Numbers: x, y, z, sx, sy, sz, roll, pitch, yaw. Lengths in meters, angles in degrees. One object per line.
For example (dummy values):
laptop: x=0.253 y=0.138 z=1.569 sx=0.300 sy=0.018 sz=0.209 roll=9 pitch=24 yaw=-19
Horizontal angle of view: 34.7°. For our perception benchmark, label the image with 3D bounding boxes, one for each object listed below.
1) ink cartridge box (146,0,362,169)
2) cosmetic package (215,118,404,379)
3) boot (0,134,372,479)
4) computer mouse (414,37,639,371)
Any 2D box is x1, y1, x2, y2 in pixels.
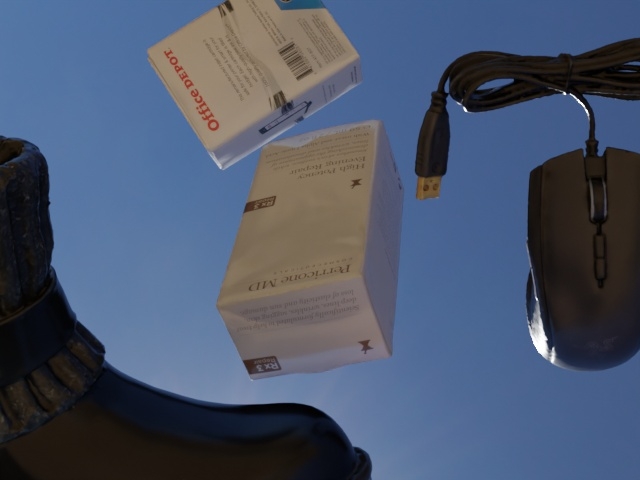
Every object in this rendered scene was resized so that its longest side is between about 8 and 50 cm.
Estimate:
ink cartridge box: x=-0.075 y=-0.201 z=1.191 sx=0.203 sy=0.086 sz=0.148 roll=-32 pitch=-103 yaw=-2
cosmetic package: x=0.000 y=0.000 z=0.831 sx=0.117 sy=0.085 sz=0.231 roll=-12 pitch=-148 yaw=14
boot: x=-0.142 y=0.067 z=0.602 sx=0.131 sy=0.348 sz=0.260 roll=-142 pitch=-131 yaw=-76
computer mouse: x=0.158 y=-0.011 z=0.728 sx=0.184 sy=0.060 sz=0.262 roll=2 pitch=-65 yaw=4
